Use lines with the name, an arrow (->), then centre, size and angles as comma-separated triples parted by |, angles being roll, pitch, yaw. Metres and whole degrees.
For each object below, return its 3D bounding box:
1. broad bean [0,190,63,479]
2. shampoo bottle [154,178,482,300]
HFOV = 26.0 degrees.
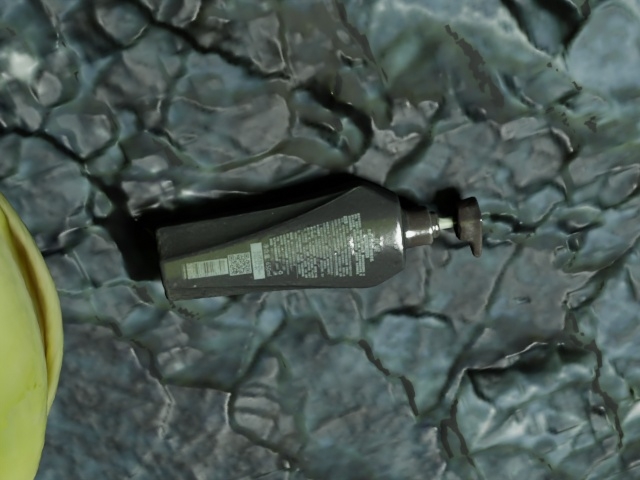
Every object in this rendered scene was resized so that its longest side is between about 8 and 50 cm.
broad bean -> -0.214, 0.017, 0.511 | 0.263, 0.121, 0.189 | 25, 110, -20
shampoo bottle -> 0.000, 0.000, 0.588 | 0.137, 0.027, 0.048 | -9, 113, -4
